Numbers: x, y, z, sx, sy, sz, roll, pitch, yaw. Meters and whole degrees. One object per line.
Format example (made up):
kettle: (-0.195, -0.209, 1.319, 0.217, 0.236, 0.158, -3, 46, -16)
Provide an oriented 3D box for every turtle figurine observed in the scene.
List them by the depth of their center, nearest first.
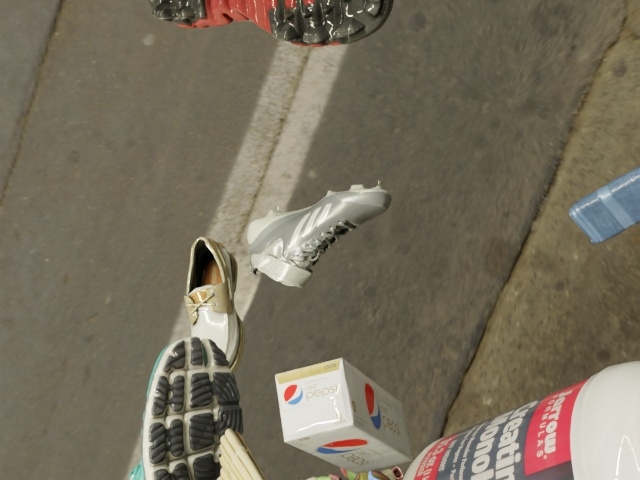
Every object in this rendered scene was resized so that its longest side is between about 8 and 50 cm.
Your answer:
turtle figurine: (0.043, 0.458, 1.482, 0.198, 0.266, 0.274, 16, 103, 7)

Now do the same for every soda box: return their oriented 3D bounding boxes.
soda box: (0.030, 0.187, 0.923, 0.074, 0.216, 0.069, -17, 63, 15)

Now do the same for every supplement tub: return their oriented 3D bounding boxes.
supplement tub: (0.205, 0.204, 0.661, 0.272, 0.191, 0.191, -37, 90, 41)

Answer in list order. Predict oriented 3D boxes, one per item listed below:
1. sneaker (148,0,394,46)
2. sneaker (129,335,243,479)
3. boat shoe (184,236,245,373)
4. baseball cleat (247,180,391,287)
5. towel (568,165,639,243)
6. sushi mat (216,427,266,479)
sneaker: (-0.032, -0.237, 0.799, 0.276, 0.135, 0.097, 18, 122, 38)
sneaker: (-0.149, 0.228, 0.856, 0.110, 0.107, 0.275, 4, 87, 49)
boat shoe: (-0.221, 0.129, 1.754, 0.113, 0.103, 0.302, -21, 50, 13)
baseball cleat: (0.000, 0.000, 1.085, 0.206, 0.072, 0.109, -16, 67, 35)
towel: (0.383, -0.047, 1.133, 0.119, 0.029, 0.067, -33, 109, 31)
sushi mat: (-0.005, 0.240, 0.463, 0.019, 0.316, 0.151, -1, 109, -24)
